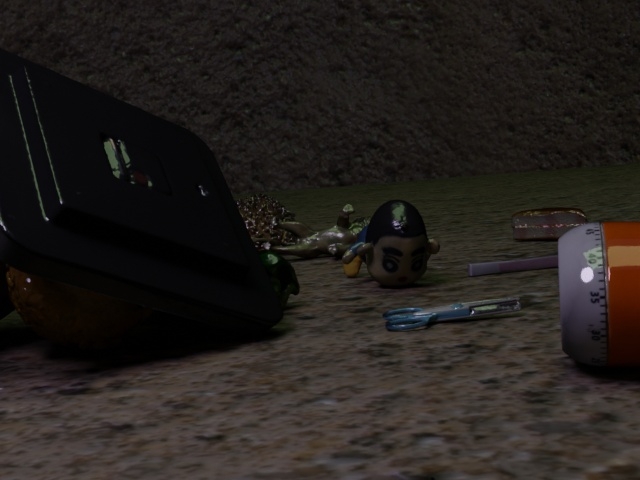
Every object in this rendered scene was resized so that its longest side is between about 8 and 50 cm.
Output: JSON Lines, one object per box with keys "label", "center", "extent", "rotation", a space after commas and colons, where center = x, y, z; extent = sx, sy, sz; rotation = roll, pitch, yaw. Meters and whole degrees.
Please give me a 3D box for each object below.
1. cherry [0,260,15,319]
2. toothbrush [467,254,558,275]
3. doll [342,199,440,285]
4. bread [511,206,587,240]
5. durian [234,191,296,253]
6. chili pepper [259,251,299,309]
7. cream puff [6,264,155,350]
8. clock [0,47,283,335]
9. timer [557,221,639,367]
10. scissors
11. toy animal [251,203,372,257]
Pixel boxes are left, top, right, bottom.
{"label": "cherry", "center": [-0.354, -0.024, 0.889], "extent": [0.261, 0.221, 0.307], "rotation": [-42, -6, 7]}
{"label": "toothbrush", "center": [0.259, 0.023, 1.099], "extent": [0.194, 0.014, 0.017], "rotation": [-5, 7, -7]}
{"label": "doll", "center": [0.074, 0.012, 1.072], "extent": [0.101, 0.089, 0.179], "rotation": [-5, -17, -9]}
{"label": "bread", "center": [0.323, -0.024, 1.356], "extent": [0.108, 0.043, 0.062], "rotation": [-2, 8, 33]}
{"label": "durian", "center": [-0.105, -0.027, 1.474], "extent": [0.148, 0.091, 0.188], "rotation": [-9, 6, -39]}
{"label": "chili pepper", "center": [-0.149, 0.037, 0.987], "extent": [0.253, 0.084, 0.099], "rotation": [2, 9, 15]}
{"label": "cream puff", "center": [-0.202, 0.037, 0.838], "extent": [0.126, 0.103, 0.144], "rotation": [36, 17, 11]}
{"label": "clock", "center": [-0.169, -0.050, 0.844], "extent": [0.273, 0.049, 0.279], "rotation": [21, 30, -42]}
{"label": "timer", "center": [0.218, 0.032, 0.648], "extent": [0.136, 0.099, 0.136], "rotation": [-11, 16, 3]}
{"label": "scissors", "center": [0.113, 0.062, 0.844], "extent": [0.119, 0.014, 0.058], "rotation": [-7, 10, 1]}
{"label": "toy animal", "center": [0.002, -0.005, 1.334], "extent": [0.219, 0.069, 0.086], "rotation": [-1, -17, -18]}
